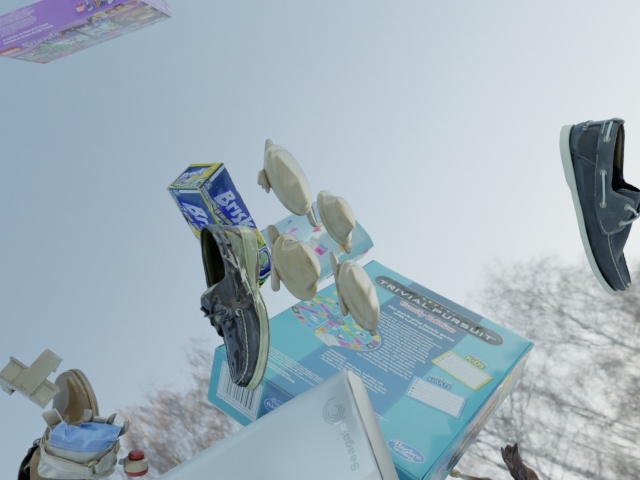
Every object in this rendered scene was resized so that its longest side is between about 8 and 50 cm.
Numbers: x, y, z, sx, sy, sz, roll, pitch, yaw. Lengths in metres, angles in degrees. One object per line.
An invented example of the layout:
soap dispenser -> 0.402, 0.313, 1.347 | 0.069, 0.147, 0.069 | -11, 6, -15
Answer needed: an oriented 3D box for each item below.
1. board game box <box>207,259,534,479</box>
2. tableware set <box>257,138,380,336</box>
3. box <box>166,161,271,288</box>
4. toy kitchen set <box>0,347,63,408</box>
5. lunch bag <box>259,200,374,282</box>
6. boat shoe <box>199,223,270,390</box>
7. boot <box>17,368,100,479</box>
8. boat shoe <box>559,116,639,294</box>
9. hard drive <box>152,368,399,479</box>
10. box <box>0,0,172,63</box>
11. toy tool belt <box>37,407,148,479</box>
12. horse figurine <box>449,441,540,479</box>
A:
board game box -> 0.075, 0.155, 0.767 | 0.336, 0.253, 0.079 | -24, -46, -52
tableware set -> 0.000, 0.000, 0.542 | 0.168, 0.020, 0.141 | 32, -138, -48
box -> -0.120, -0.015, 0.804 | 0.054, 0.059, 0.169 | -55, -46, -37
toy kitchen set -> -0.414, 0.203, 0.941 | 0.083, 0.075, 0.068 | 32, -125, 4
lunch bag -> -0.009, 0.024, 1.650 | 0.223, 0.262, 0.160 | -31, -60, -16
boat shoe -> -0.077, 0.051, 0.532 | 0.049, 0.056, 0.152 | 10, -133, -29
boot -> -0.472, 0.366, 1.152 | 0.115, 0.112, 0.305 | 20, -138, -41
boat shoe -> 0.367, -0.040, 0.814 | 0.084, 0.079, 0.233 | -33, -70, -53
hard drive -> -0.068, 0.272, 0.554 | 0.307, 0.203, 0.040 | -33, -42, 15
box -> -0.447, -0.410, 1.200 | 0.293, 0.201, 0.057 | -17, -82, 8
toy tool belt -> -0.177, 0.159, 0.506 | 0.083, 0.052, 0.051 | 4, -85, -9
horse figurine -> 0.241, 0.396, 0.971 | 0.174, 0.263, 0.066 | 22, -138, -22
